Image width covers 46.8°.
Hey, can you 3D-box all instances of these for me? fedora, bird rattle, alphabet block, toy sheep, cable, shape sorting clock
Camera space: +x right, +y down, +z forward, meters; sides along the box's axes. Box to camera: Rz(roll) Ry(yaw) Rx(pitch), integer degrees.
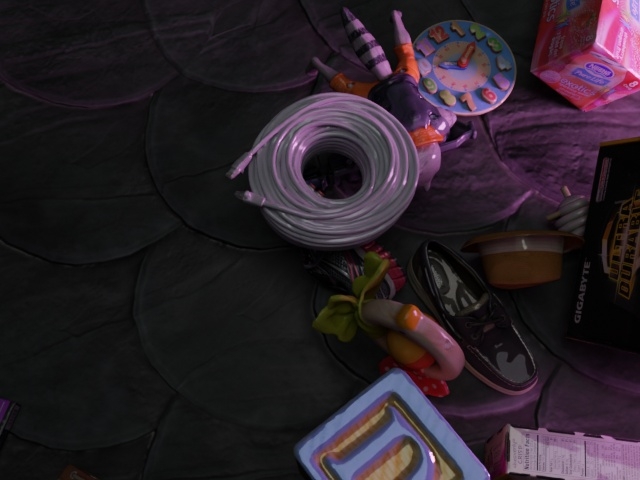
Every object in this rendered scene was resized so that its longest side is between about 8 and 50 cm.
[{"bbox_3d":[0.318,0.034,1.166,0.194,0.194,0.079,-1,79,0],"label":"fedora"},{"bbox_3d":[0.118,0.152,1.067,0.143,0.207,0.254,-45,109,-20],"label":"bird rattle"},{"bbox_3d":[0.090,0.322,1.030,0.192,0.197,0.193,-34,71,-12],"label":"alphabet block"},{"bbox_3d":[0.431,-0.030,1.235,0.091,0.091,0.132,-22,82,-9],"label":"toy sheep"},{"bbox_3d":[0.018,-0.103,1.137,0.257,0.089,0.257,31,70,11],"label":"cable"},{"bbox_3d":[0.265,-0.327,1.385,0.206,0.040,0.206,0,67,1],"label":"shape sorting clock"}]

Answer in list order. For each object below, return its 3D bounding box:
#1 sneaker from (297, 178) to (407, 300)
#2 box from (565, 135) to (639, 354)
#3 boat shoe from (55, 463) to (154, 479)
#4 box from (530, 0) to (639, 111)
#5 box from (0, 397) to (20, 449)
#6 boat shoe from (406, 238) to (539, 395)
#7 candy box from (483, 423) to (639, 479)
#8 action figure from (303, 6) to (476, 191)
[{"bbox_3d":[0.000,0.000,1.209,0.299,0.121,0.112,42,80,18],"label":"sneaker"},{"bbox_3d":[0.491,0.008,1.074,0.079,0.257,0.322,12,88,-21],"label":"box"},{"bbox_3d":[-0.243,0.399,1.045,0.324,0.123,0.117,15,66,5],"label":"boat shoe"},{"bbox_3d":[0.503,-0.409,1.333,0.154,0.142,0.300,28,66,-26],"label":"box"},{"bbox_3d":[-0.565,0.285,1.143,0.162,0.029,0.116,16,67,6],"label":"box"},{"bbox_3d":[0.240,0.117,1.170,0.102,0.092,0.285,-31,70,-11],"label":"boat shoe"},{"bbox_3d":[0.362,0.321,1.048,0.233,0.159,0.071,7,66,4],"label":"candy box"},{"bbox_3d":[0.086,-0.218,1.270,0.341,0.178,0.330,-25,66,-8],"label":"action figure"}]
